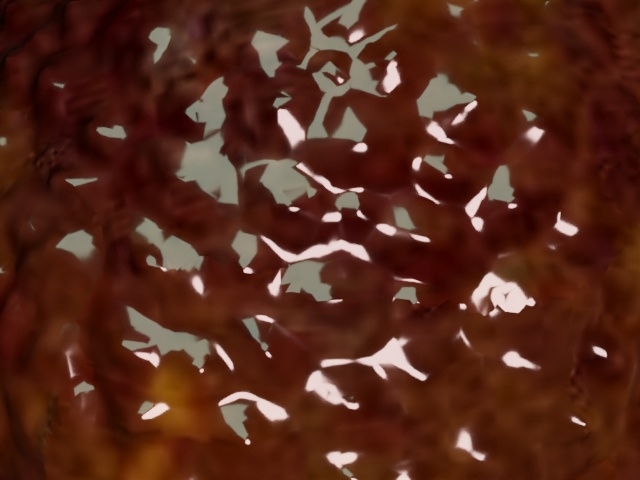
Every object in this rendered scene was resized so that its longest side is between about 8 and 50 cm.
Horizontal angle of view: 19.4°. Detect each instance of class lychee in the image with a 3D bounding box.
[{"bbox_3d":[0.000,0.000,0.528,0.260,0.260,0.260,-4,53,5],"label":"lychee"}]
